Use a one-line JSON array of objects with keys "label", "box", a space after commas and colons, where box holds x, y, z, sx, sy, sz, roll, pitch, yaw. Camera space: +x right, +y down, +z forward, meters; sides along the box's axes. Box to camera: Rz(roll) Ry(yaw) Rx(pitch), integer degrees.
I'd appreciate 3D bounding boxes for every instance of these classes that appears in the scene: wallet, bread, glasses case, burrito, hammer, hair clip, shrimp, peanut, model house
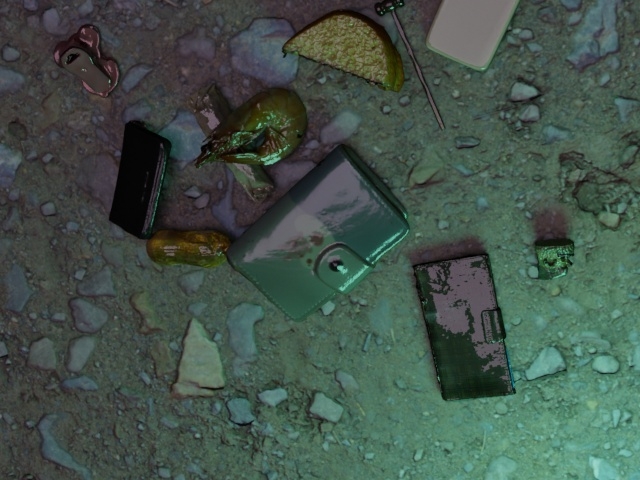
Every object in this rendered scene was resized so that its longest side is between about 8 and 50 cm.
[{"label": "wallet", "box": [0.310, 0.190, 1.997, 0.169, 0.044, 0.317, -11, 99, 19]}, {"label": "bread", "box": [0.055, -0.396, 1.875, 0.260, 0.129, 0.134, 19, 99, 7]}, {"label": "glasses case", "box": [0.330, -0.507, 1.811, 0.144, 0.076, 0.336, 27, 107, 6]}, {"label": "burrito", "box": [-0.186, -0.206, 2.002, 0.082, 0.059, 0.275, -35, 96, -14]}, {"label": "wallet", "box": [0.000, 0.000, 1.990, 0.360, 0.083, 0.252, -43, 98, 14]}, {"label": "wallet", "box": [-0.400, -0.134, 2.055, 0.149, 0.044, 0.250, 28, 110, 37]}, {"label": "hammer", "box": [0.193, -0.358, 1.906, 0.058, 0.029, 0.292, -22, 99, 18]}, {"label": "hair clip", "box": [-0.509, -0.392, 2.054, 0.123, 0.102, 0.138, -38, 125, 20]}, {"label": "shrimp", "box": [-0.146, -0.217, 1.954, 0.267, 0.061, 0.145, -31, 104, -16]}, {"label": "peanut", "box": [-0.289, 0.017, 2.072, 0.206, 0.087, 0.087, 1, 103, 15]}, {"label": "model house", "box": [0.482, 0.041, 1.911, 0.078, 0.066, 0.083, -4, 103, 15]}]
